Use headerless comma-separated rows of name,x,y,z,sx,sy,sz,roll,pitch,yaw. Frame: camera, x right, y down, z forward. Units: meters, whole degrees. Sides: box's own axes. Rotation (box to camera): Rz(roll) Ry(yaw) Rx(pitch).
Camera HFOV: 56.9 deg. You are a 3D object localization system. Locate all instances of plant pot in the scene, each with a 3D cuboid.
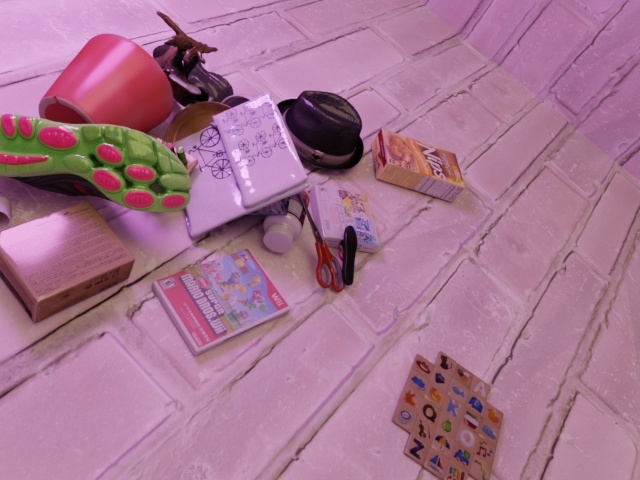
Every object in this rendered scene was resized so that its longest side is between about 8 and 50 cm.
plant pot,-0.318,-0.277,1.661,0.236,0.032,0.236,0,77,2
plant pot,-0.560,-0.349,1.512,0.275,0.275,0.243,32,53,-2

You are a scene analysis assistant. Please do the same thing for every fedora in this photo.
fedora,0.014,-0.385,1.918,0.334,0.152,0.334,15,50,-19

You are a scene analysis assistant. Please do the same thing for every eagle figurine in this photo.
eagle figurine,-0.431,-0.482,1.652,0.226,0.298,0.225,58,38,-14

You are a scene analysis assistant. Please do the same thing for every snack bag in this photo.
snack bag,-0.234,-0.206,1.557,0.342,0.037,0.323,-24,65,4

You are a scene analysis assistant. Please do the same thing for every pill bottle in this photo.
pill bottle,-0.097,-0.062,1.630,0.108,0.108,0.193,24,45,-11

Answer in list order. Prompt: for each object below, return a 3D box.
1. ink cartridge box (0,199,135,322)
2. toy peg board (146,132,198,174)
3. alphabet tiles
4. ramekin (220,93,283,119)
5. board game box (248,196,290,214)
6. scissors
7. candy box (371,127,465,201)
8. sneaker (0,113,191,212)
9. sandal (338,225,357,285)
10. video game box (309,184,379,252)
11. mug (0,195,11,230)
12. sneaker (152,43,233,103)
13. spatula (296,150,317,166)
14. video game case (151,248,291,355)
ink cartridge box,-0.560,0.039,1.280,0.193,0.088,0.235,47,46,15
toy peg board,-0.427,-0.198,1.511,0.161,0.079,0.161,29,68,7
alphabet tiles,0.333,0.453,1.516,0.285,0.011,0.342,34,44,0
ramekin,-0.202,-0.327,1.732,0.207,0.207,0.109,46,35,12
board game box,-0.179,-0.137,1.610,0.194,0.060,0.194,-8,41,11
scissors,0.000,0.000,1.625,0.109,0.021,0.297,3,68,-50
candy box,0.341,-0.264,2.079,0.316,0.087,0.183,14,47,-20
sneaker,-0.535,-0.183,1.383,0.483,0.202,0.185,16,87,-7
sandal,0.070,0.039,1.658,0.067,0.040,0.179,33,57,-50
video game box,0.071,-0.066,1.777,0.187,0.048,0.205,8,50,-22
mug,-0.719,-0.068,1.299,0.078,0.062,0.064,16,39,-28
sneaker,-0.411,-0.503,1.829,0.286,0.109,0.130,35,50,3
spatula,-0.059,-0.345,1.960,0.168,0.019,0.242,20,45,-16
video game case,-0.235,0.139,1.435,0.285,0.025,0.204,-21,66,-41
